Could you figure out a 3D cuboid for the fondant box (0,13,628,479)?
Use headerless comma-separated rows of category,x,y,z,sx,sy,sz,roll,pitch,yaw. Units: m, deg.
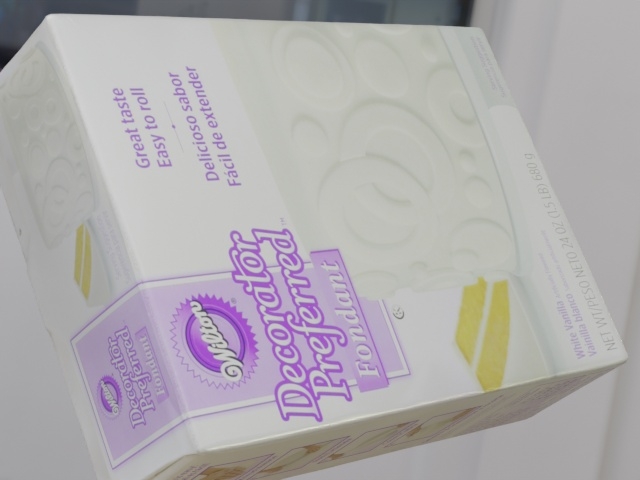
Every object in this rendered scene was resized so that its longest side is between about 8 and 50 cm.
fondant box,0.000,0.000,0.827,0.330,0.238,0.096,-7,-22,-41
